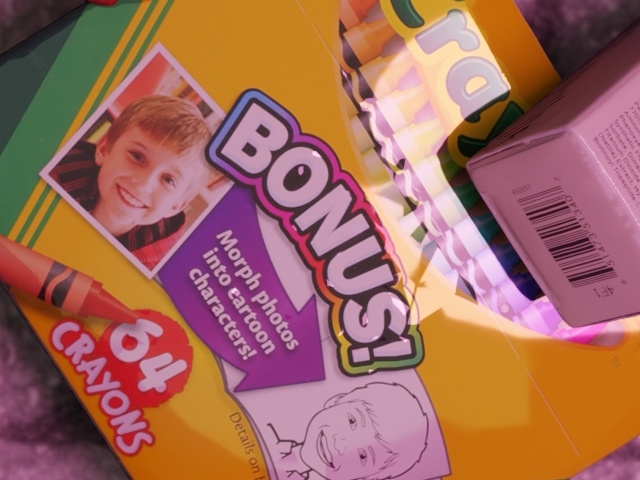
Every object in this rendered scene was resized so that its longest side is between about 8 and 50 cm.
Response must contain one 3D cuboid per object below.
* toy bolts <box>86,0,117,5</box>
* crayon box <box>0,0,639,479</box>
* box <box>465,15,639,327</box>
[{"bbox_3d":[-0.168,-0.196,0.939,0.228,0.158,0.218,37,87,-4],"label":"toy bolts"},{"bbox_3d":[0.000,0.000,1.095,0.313,0.106,0.363,-32,98,0],"label":"crayon box"},{"bbox_3d":[0.211,-0.076,1.041,0.275,0.094,0.113,-38,100,-33],"label":"box"}]
